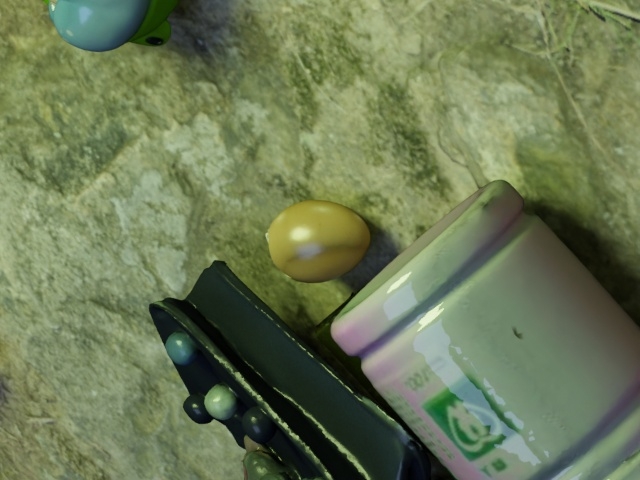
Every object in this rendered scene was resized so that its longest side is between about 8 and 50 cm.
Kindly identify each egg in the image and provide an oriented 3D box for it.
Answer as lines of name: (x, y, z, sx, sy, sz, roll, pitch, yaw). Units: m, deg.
egg: (0.000, 0.000, 1.741, 0.096, 0.080, 0.080, -11, 110, 38)

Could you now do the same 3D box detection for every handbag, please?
handbag: (-0.028, 0.199, 1.765, 0.326, 0.118, 0.269, 43, 160, 35)

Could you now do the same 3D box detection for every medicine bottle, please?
medicine bottle: (0.187, 0.129, 1.612, 0.325, 0.212, 0.212, 47, 131, -2)

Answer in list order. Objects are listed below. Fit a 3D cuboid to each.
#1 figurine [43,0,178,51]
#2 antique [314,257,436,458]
figurine: (-0.238, -0.274, 1.671, 0.263, 0.143, 0.162, 29, 126, -6)
antique: (0.105, 0.132, 1.748, 0.221, 0.081, 0.080, 49, 136, -1)
